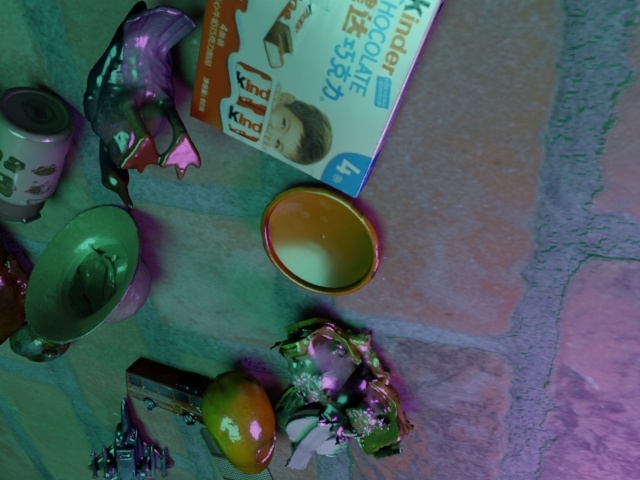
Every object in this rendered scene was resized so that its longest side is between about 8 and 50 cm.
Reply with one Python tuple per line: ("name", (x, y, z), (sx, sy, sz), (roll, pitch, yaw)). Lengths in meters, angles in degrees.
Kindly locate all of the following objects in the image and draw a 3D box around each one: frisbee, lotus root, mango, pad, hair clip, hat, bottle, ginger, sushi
("frisbee", (0.000, 0.000, 0.812), (0.192, 0.035, 0.192), (12, 127, 17))
("lotus root", (-0.645, 0.230, 1.257), (0.192, 0.088, 0.113), (-17, 131, 33))
("mango", (-0.154, 0.371, 1.075), (0.167, 0.130, 0.262), (52, 158, 39))
("pad", (-0.275, 0.568, 1.339), (0.323, 0.055, 0.250), (-10, 120, 11))
("hair clip", (-0.006, 0.390, 1.069), (0.140, 0.054, 0.220), (22, 132, -10))
("hat", (-0.387, 0.078, 0.975), (0.257, 0.257, 0.130), (-1, 155, 26))
("bottle", (-0.501, -0.129, 0.908), (0.120, 0.120, 0.253), (40, 130, -5))
("hair clip", (-0.058, 0.328, 1.076), (0.060, 0.033, 0.188), (31, 137, 4))
("ginger", (-0.718, 0.104, 1.165), (0.165, 0.172, 0.321), (49, 136, 39))
("sushi", (0.049, 0.245, 0.907), (0.139, 0.131, 0.291), (-30, 98, 39))

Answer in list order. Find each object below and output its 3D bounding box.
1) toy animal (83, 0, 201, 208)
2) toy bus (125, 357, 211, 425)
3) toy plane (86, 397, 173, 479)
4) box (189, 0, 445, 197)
("toy animal", (-0.248, -0.177, 0.730), (0.185, 0.122, 0.298), (48, 136, 37))
("toy bus", (-0.318, 0.334, 1.185), (0.235, 0.073, 0.096), (11, 120, 20))
("toy plane", (-0.498, 0.538, 1.395), (0.223, 0.104, 0.326), (2, 124, -8))
("box", (-0.022, -0.219, 0.658), (0.265, 0.048, 0.273), (26, 130, 7))
